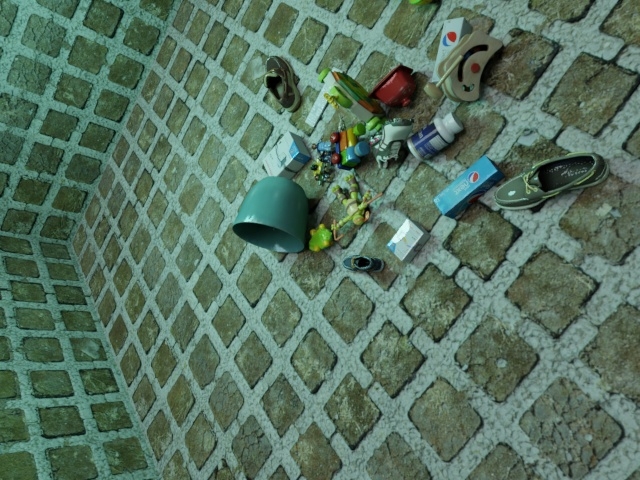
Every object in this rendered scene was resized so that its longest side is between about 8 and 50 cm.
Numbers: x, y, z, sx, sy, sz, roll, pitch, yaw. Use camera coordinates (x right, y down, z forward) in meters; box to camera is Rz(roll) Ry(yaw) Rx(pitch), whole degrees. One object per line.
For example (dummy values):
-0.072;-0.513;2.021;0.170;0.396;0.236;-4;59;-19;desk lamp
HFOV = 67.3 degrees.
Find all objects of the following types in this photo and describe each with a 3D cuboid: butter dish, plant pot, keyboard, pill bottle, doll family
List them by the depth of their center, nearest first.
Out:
0.380;-0.345;1.586;0.169;0.094;0.094;-34;59;32;pill bottle
0.276;-0.526;1.706;0.160;0.160;0.118;-41;78;29;butter dish
-0.180;-0.115;1.926;0.293;0.293;0.235;-4;64;42;plant pot
0.006;-0.322;1.942;0.111;0.076;0.192;10;82;48;doll family
0.013;-0.605;2.035;0.072;0.014;0.256;42;108;40;keyboard

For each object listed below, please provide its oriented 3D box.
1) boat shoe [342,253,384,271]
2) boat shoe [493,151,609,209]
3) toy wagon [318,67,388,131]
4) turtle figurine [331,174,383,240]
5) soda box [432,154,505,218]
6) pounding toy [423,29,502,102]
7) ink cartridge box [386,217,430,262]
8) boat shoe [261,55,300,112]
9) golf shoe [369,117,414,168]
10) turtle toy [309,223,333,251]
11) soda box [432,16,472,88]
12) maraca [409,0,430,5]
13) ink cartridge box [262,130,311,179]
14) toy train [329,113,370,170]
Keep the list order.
0.133;0.077;1.722;0.183;0.083;0.065;-1;80;42;boat shoe
0.618;-0.167;1.330;0.305;0.091;0.109;-19;68;38;boat shoe
0.110;-0.499;1.693;0.267;0.344;0.068;46;114;6;toy wagon
0.128;-0.138;1.774;0.269;0.087;0.217;-47;45;35;turtle figurine
0.457;-0.162;1.492;0.210;0.067;0.071;-43;55;27;soda box
0.461;-0.520;1.490;0.269;0.154;0.155;-49;16;3;pounding toy
0.295;0.000;1.614;0.122;0.052;0.088;-55;50;17;ink cartridge box
-0.198;-0.730;2.180;0.123;0.123;0.342;-37;58;31;boat shoe
0.253;-0.336;1.648;0.273;0.105;0.120;144;120;-77;golf shoe
0.000;0.000;1.873;0.130;0.066;0.095;-30;62;35;turtle toy
0.441;-0.625;1.612;0.074;0.069;0.216;11;89;43;soda box
0.367;-0.911;1.730;0.127;0.099;0.185;-40;30;25;maraca
-0.148;-0.352;2.080;0.191;0.082;0.139;-43;55;26;ink cartridge box
0.115;-0.402;1.815;0.143;0.105;0.247;-24;64;51;toy train
